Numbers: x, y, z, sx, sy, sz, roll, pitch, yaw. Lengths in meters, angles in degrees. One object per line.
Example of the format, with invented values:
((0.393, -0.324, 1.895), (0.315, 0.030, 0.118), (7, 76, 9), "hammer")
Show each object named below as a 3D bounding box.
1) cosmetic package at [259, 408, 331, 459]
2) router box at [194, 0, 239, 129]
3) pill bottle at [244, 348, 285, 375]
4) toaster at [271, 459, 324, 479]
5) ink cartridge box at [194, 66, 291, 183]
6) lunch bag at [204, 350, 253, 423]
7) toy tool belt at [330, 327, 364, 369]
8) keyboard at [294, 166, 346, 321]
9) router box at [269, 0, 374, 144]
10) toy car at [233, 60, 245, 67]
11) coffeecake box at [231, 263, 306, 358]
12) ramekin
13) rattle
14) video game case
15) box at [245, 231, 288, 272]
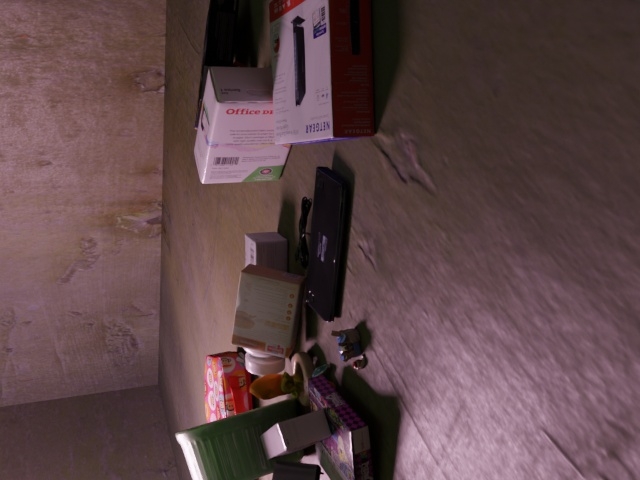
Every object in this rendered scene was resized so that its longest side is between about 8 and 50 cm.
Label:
((-0.056, 0.409, 1.457), (0.239, 0.099, 0.060), (121, 131, -65), "cosmetic package")
((-0.291, -0.486, 1.946), (0.243, 0.081, 0.308), (146, 129, -74), "router box")
((-0.136, 0.215, 1.740), (0.121, 0.121, 0.221), (-145, 53, -64), "pill bottle")
((-0.058, 0.576, 1.482), (0.168, 0.110, 0.185), (-82, -1, -53), "toaster")
((-0.171, -0.264, 1.622), (0.278, 0.201, 0.117), (115, 145, -52), "ink cartridge box")
((-0.280, 0.495, 2.176), (0.258, 0.120, 0.293), (167, 99, -68), "lunch bag")
((0.050, 0.212, 1.351), (0.052, 0.051, 0.083), (130, 131, -62), "toy tool belt")
((0.000, 0.000, 1.472), (0.201, 0.033, 0.317), (41, 131, 54), "keyboard")
((-0.006, -0.340, 1.342), (0.335, 0.082, 0.301), (-168, 74, -68), "router box")
((-0.199, -0.338, 1.891), (0.239, 0.053, 0.225), (-116, 29, -45), "toy car")
((-0.121, 0.164, 1.622), (0.068, 0.142, 0.185), (-48, -31, -71), "coffeecake box")
((-0.186, 0.496, 1.698), (0.303, 0.303, 0.148), (139, 117, -65), "ramekin")
((-0.065, 0.316, 1.561), (0.200, 0.143, 0.130), (-171, 92, -74), "rattle")
((0.041, 0.411, 1.396), (0.232, 0.042, 0.210), (-147, 47, -65), "video game case")
((-0.137, 0.037, 1.753), (0.102, 0.087, 0.101), (-146, 55, -65), "box")
